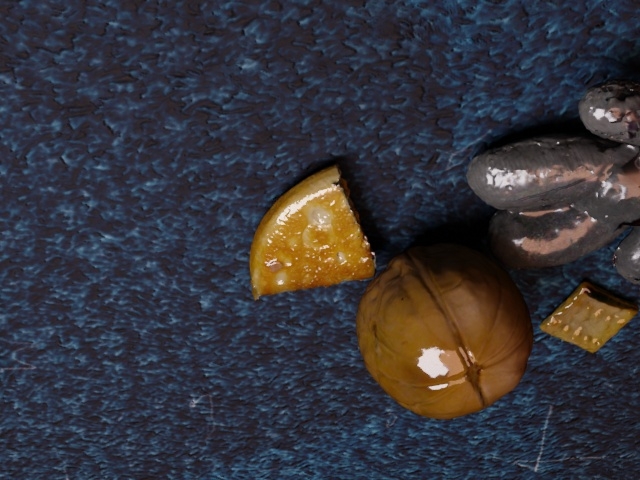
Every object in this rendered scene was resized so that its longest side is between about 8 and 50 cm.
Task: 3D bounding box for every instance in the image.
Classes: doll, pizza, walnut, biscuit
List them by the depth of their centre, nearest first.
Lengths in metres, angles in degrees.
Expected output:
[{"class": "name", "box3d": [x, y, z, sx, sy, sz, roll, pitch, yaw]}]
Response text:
[{"class": "doll", "box3d": [0.315, -0.040, 0.848, 0.340, 0.158, 0.246, -13, 126, 7]}, {"class": "walnut", "box3d": [0.119, 0.085, 0.906, 0.167, 0.207, 0.167, -3, 105, -10]}, {"class": "pizza", "box3d": [0.000, 0.000, 0.930, 0.131, 0.041, 0.178, 13, 126, -11]}, {"class": "biscuit", "box3d": [0.300, 0.086, 1.035, 0.083, 0.018, 0.081, 23, 123, -20]}]
